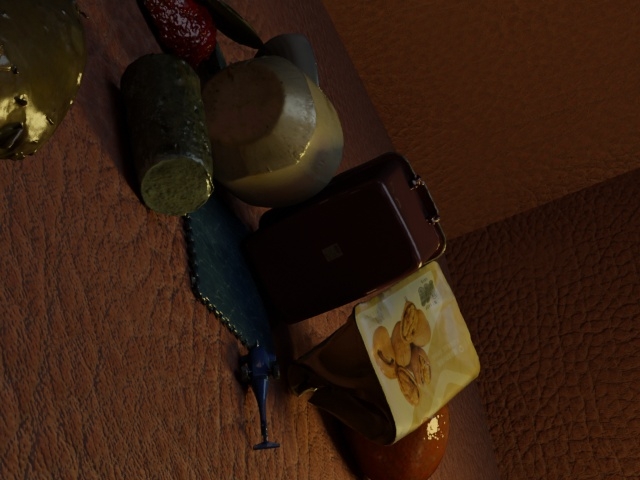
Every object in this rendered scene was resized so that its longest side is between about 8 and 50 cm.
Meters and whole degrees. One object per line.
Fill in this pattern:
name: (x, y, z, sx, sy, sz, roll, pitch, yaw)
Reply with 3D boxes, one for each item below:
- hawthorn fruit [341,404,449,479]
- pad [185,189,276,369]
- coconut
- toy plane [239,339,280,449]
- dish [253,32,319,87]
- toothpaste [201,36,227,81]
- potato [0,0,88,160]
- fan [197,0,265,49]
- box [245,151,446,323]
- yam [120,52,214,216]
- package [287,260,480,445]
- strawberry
hawthorn fruit: (0.133, 0.344, 1.887, 0.199, 0.200, 0.251, -73, 155, -71)
pad: (-0.136, 0.032, 1.615, 0.269, 0.012, 0.269, 52, 20, -53)
coconut: (-0.082, -0.163, 1.691, 0.241, 0.241, 0.241, -22, 90, -78)
toy plane: (-0.080, 0.206, 1.486, 0.167, 0.054, 0.062, -100, -171, -46)
dish: (-0.106, -0.222, 1.896, 0.273, 0.134, 0.273, 180, -90, -70)
toothpaste: (-0.201, -0.349, 1.932, 0.046, 0.034, 0.164, -2, 71, -77)
potato: (-0.293, -0.172, 0.977, 0.191, 0.141, 0.296, 59, 17, -27)
fan: (-0.205, -0.407, 1.783, 0.182, 0.010, 0.310, 26, -12, 47)
box: (0.034, 0.002, 1.726, 0.193, 0.294, 0.167, 64, 17, -4)
yam: (-0.196, -0.136, 1.423, 0.107, 0.107, 0.194, 49, 23, -57)
package: (0.099, 0.185, 1.767, 0.311, 0.165, 0.221, -26, 96, -55)
strawberry: (-0.226, -0.356, 1.767, 0.146, 0.082, 0.187, 64, 13, 24)
